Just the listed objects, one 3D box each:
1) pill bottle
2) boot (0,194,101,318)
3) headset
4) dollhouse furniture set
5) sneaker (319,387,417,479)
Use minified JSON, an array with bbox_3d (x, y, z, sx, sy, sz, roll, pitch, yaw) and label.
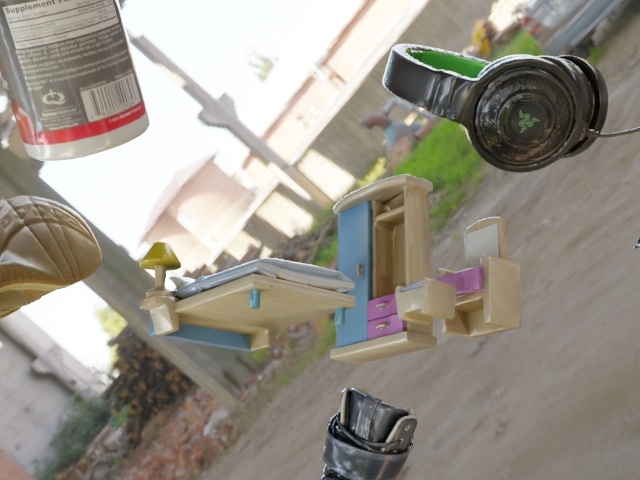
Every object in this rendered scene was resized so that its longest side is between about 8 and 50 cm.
[{"bbox_3d":[-0.348,-0.280,1.152,0.176,0.319,0.176,-10,23,4],"label":"pill bottle"},{"bbox_3d":[-0.338,0.057,0.786,0.203,0.095,0.262,-34,-2,25],"label":"boot"},{"bbox_3d":[0.256,-0.131,1.055,0.243,0.394,0.185,-20,-51,-57],"label":"headset"},{"bbox_3d":[0.000,0.000,0.926,0.286,0.303,0.198,-22,61,49],"label":"dollhouse furniture set"},{"bbox_3d":[0.014,0.228,0.804,0.226,0.086,0.164,-27,-46,-59],"label":"sneaker"}]
